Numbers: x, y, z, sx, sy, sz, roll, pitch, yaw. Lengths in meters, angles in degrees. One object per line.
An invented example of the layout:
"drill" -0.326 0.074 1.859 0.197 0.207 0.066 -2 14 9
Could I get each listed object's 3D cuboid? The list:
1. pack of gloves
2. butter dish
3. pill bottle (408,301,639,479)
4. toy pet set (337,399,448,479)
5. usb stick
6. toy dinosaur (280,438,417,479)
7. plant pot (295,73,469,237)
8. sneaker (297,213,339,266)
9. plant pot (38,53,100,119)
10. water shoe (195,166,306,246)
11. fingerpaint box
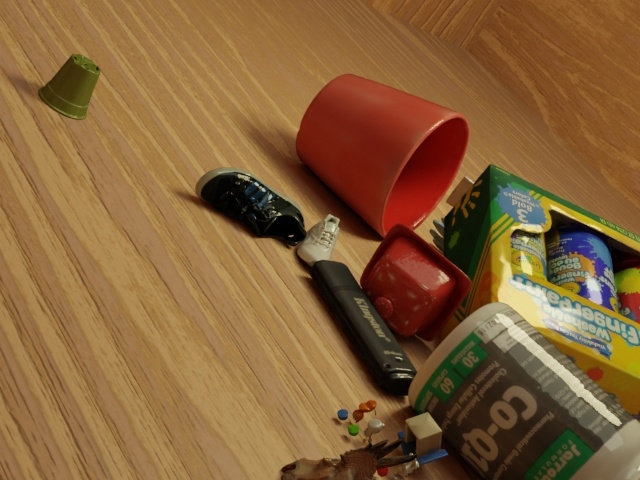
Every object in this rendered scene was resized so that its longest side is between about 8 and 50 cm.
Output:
"pack of gloves" 0.332 -0.005 2.310 0.232 0.195 0.046 37 47 4
"butter dish" 0.125 0.083 1.880 0.160 0.160 0.118 41 40 13
"pill bottle" 0.310 0.270 1.646 0.361 0.204 0.204 43 21 21
"toy pet set" 0.096 0.266 1.560 0.114 0.065 0.122 -16 41 -20
"usb stick" 0.063 0.125 1.806 0.077 0.045 0.278 19 26 -39
"toy dinosaur" 0.094 0.325 1.314 0.295 0.127 0.200 42 14 2
"plant pot" 0.105 -0.173 2.266 0.243 0.275 0.275 33 18 24
"sneaker" 0.000 0.000 1.963 0.053 0.061 0.152 33 22 -11
"plant pot" -0.380 -0.243 1.871 0.083 0.079 0.083 31 20 -13
"water shoe" -0.101 -0.053 1.902 0.203 0.073 0.080 20 27 -35
"fingerpaint box" 0.434 0.119 2.039 0.444 0.163 0.371 25 40 -14
